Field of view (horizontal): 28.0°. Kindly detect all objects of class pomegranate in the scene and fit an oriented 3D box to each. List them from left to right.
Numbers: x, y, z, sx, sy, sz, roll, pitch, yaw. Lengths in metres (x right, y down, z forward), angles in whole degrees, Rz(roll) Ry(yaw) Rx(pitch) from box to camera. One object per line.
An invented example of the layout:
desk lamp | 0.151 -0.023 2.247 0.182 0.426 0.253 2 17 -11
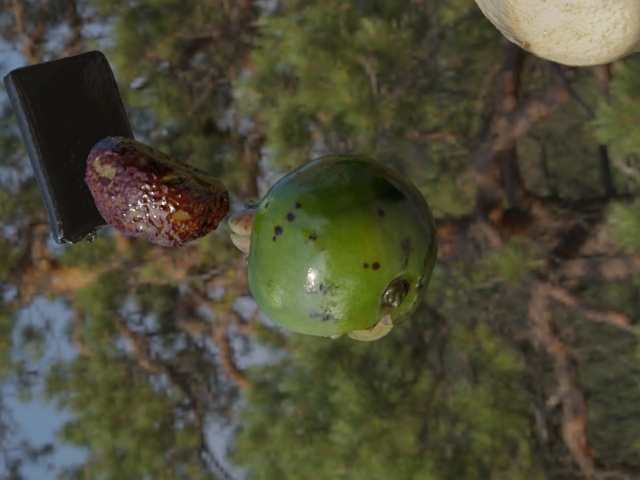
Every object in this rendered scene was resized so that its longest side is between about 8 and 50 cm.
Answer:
pomegranate | 0.000 0.000 1.537 0.302 0.236 0.236 25 132 49

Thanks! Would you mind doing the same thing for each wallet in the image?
wallet | -0.320 -0.124 1.716 0.044 0.149 0.250 -17 92 70

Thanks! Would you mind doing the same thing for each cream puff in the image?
cream puff | -0.157 -0.041 1.220 0.084 0.149 0.149 -63 -1 6

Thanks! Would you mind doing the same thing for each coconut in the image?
coconut | 0.306 -0.374 1.486 0.329 0.328 0.329 -7 -90 -86
